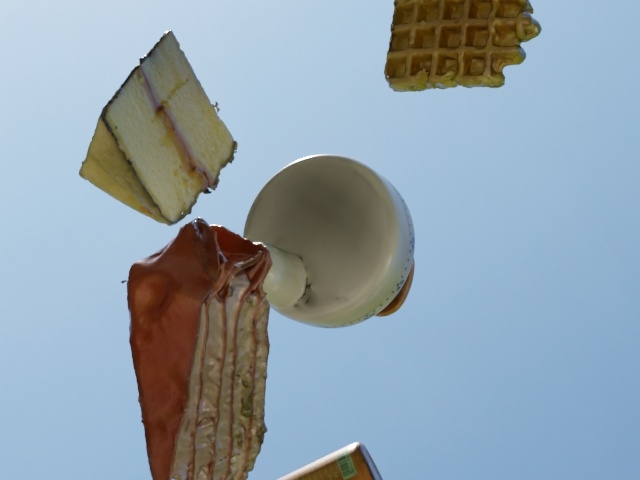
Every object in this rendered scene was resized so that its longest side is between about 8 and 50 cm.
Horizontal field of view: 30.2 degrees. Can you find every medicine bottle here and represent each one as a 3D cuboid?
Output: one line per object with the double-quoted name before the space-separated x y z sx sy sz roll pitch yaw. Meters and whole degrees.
"medicine bottle" -0.019 0.314 1.371 0.191 0.096 0.096 -26 -121 2

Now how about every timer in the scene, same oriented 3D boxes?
"timer" 0.000 0.000 1.562 0.233 0.240 0.234 -6 -104 23

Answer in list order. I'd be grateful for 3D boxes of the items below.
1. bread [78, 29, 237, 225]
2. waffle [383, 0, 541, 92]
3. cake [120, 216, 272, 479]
"bread" -0.203 -0.151 1.648 0.135 0.178 0.240 -56 -175 43
"waffle" 0.194 -0.279 1.597 0.210 0.055 0.161 5 -97 31
"cake" -0.115 0.116 1.094 0.135 0.098 0.287 11 -78 38
